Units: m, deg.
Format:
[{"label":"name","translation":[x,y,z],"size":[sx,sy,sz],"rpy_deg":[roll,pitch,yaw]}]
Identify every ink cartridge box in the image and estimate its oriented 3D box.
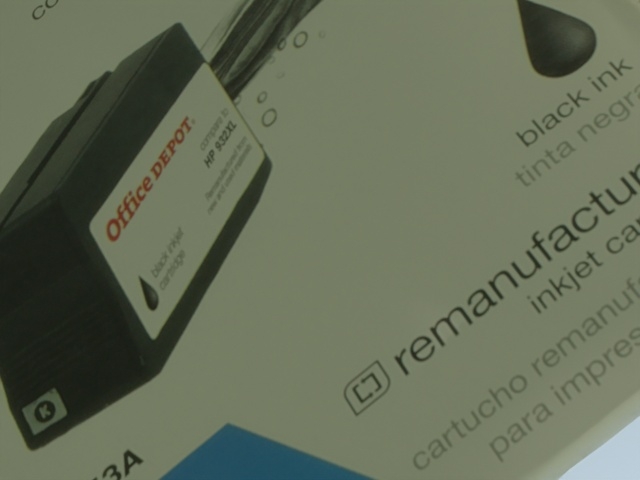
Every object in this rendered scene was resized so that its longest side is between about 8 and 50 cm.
[{"label":"ink cartridge box","translation":[0.000,0.000,0.559],"size":[0.223,0.129,0.307],"rpy_deg":[-40,-132,7]}]
